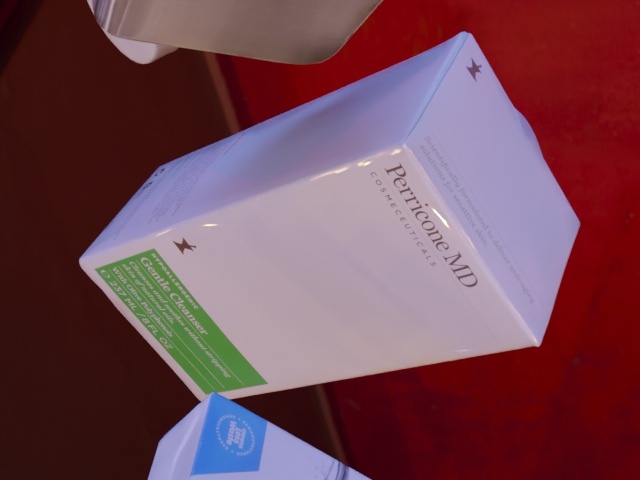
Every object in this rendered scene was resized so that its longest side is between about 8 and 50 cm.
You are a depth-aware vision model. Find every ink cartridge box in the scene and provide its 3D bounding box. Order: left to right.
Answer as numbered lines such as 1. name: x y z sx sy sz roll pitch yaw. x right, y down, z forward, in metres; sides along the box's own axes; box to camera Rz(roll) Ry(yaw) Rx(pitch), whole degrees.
1. ink cartridge box: -0.008 0.172 0.505 0.180 0.104 0.060 33 126 -19

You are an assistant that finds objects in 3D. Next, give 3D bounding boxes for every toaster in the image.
1. toaster: -0.056 -0.206 0.562 0.185 0.168 0.110 4 154 -22

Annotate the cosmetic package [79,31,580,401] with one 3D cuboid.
1. cosmetic package: 0.000 0.000 0.788 0.365 0.155 0.197 -18 119 41

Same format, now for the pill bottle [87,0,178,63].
1. pill bottle: -0.105 -0.330 1.080 0.176 0.318 0.176 38 150 27
